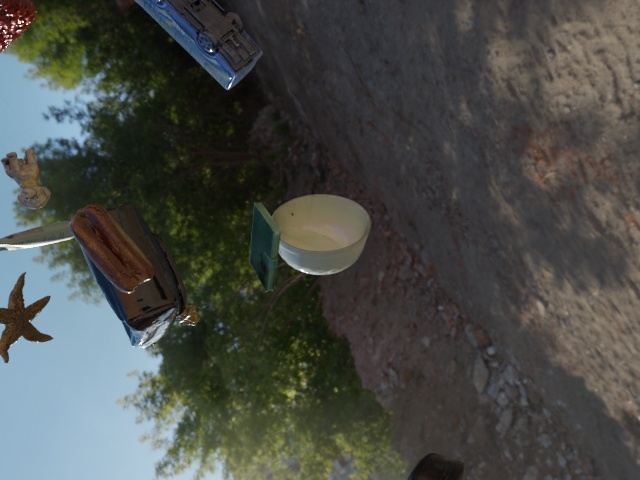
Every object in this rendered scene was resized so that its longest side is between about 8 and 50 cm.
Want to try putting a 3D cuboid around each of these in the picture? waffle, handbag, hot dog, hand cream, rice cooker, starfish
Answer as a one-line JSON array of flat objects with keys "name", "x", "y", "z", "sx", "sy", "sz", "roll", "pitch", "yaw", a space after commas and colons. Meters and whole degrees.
[{"name": "waffle", "x": -0.634, "y": 0.264, "z": 2.193, "sx": 0.309, "sy": 0.065, "sz": 0.283, "roll": 11, "pitch": 152, "yaw": 25}, {"name": "handbag", "x": -0.437, "y": 0.093, "z": 1.306, "sx": 0.302, "sy": 0.177, "sz": 0.275, "roll": 58, "pitch": 162, "yaw": 17}, {"name": "hot dog", "x": -0.350, "y": 0.012, "z": 0.894, "sx": 0.165, "sy": 0.071, "sz": 0.045, "roll": 51, "pitch": 167, "yaw": -5}, {"name": "hand cream", "x": -0.824, "y": -0.005, "z": 1.546, "sx": 0.331, "sy": 0.085, "sz": 0.058, "roll": -29, "pitch": -79, "yaw": -60}, {"name": "rice cooker", "x": 0.211, "y": 0.462, "z": 0.979, "sx": 0.106, "sy": 0.165, "sz": 0.112, "roll": 11, "pitch": 107, "yaw": 35}, {"name": "starfish", "x": -0.900, "y": 0.239, "z": 1.622, "sx": 0.235, "sy": 0.062, "sz": 0.277, "roll": 37, "pitch": -138, "yaw": -56}]

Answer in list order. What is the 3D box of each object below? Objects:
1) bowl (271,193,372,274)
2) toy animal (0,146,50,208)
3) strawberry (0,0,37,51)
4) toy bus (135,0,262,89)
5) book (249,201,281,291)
[{"name": "bowl", "x": 0.000, "y": 0.000, "z": 1.501, "sx": 0.277, "sy": 0.277, "sz": 0.145, "roll": -119, "pitch": 25, "yaw": -49}, {"name": "toy animal", "x": -0.945, "y": -0.183, "z": 1.733, "sx": 0.184, "sy": 0.104, "sz": 0.185, "roll": -15, "pitch": 103, "yaw": 54}, {"name": "strawberry", "x": -0.835, "y": -0.552, "z": 1.226, "sx": 0.312, "sy": 0.351, "sz": 0.267, "roll": 64, "pitch": -150, "yaw": -48}, {"name": "toy bus", "x": -0.205, "y": -0.352, "z": 0.859, "sx": 0.236, "sy": 0.079, "sz": 0.094, "roll": 44, "pitch": 149, "yaw": -8}, {"name": "book", "x": -0.101, "y": 0.014, "z": 0.965, "sx": 0.103, "sy": 0.017, "sz": 0.135, "roll": 53, "pitch": 143, "yaw": 45}]
